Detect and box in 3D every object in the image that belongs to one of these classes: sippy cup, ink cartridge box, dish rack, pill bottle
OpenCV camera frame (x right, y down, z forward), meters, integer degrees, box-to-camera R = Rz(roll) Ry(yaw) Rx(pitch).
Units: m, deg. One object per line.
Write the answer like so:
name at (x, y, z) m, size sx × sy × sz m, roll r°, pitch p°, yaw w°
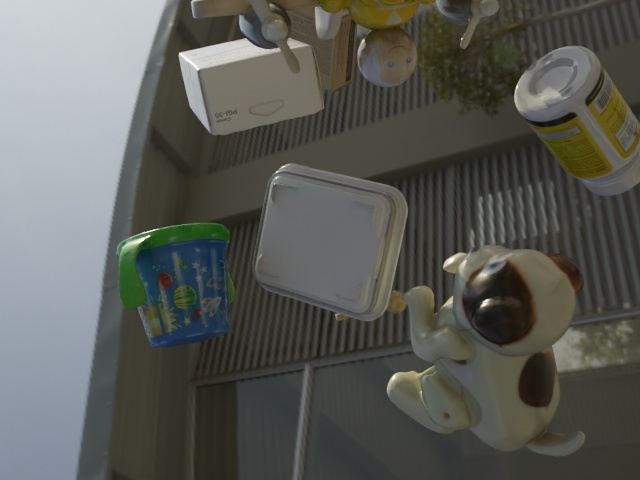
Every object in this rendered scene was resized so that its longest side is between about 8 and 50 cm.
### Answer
sippy cup at (-0.289, 0.101, 1.523) m, size 0.305 × 0.240 × 0.224 m, roll -6°, pitch -102°, yaw -32°
ink cartridge box at (-0.133, -0.294, 1.335) m, size 0.283 × 0.207 × 0.117 m, roll -132°, pitch 29°, yaw -64°
dish rack at (0.000, 0.000, 1.516) m, size 0.072 × 0.332 × 0.286 m, roll 1°, pitch -77°, yaw -61°
ink cartridge box at (-0.023, -0.513, 1.861) m, size 0.088 × 0.234 × 0.193 m, roll -34°, pitch -37°, yaw -37°
pill bottle at (0.371, -0.159, 1.019) m, size 0.208 × 0.119 × 0.119 m, roll 40°, pitch -138°, yaw -34°

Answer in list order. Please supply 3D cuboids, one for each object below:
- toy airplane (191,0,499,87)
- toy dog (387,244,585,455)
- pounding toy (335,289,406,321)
toy airplane at (0.063, -0.351, 1.062) m, size 0.384 × 0.386 × 0.273 m, roll -16°, pitch -86°, yaw -65°
toy dog at (0.319, 0.188, 1.336) m, size 0.395 × 0.284 × 0.408 m, roll 49°, pitch 149°, yaw 39°
pounding toy at (0.096, 0.053, 1.650) m, size 0.110 × 0.182 × 0.237 m, roll 106°, pitch 154°, yaw -46°
